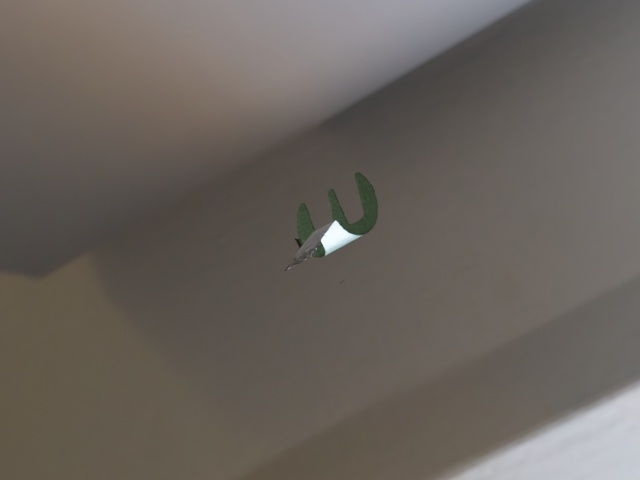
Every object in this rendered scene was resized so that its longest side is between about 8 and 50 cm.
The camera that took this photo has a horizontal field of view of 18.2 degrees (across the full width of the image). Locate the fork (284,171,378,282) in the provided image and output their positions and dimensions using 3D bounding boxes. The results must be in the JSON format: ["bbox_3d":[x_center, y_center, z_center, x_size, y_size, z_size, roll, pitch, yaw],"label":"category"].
[{"bbox_3d":[0.001,0.002,0.750,0.021,0.039,0.235,57,-173,-5],"label":"fork"}]
